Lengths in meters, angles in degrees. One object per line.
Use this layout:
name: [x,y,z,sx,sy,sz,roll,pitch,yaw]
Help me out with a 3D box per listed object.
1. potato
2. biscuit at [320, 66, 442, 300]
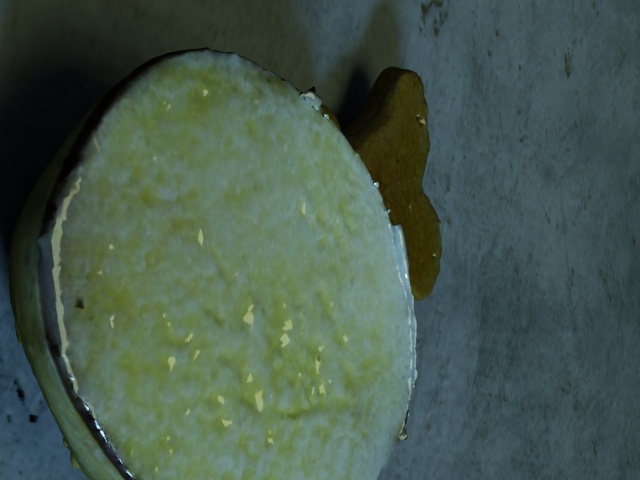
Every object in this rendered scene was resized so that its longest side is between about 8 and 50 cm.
potato: [-0.068,0.030,1.000,0.299,0.116,0.239,48,62,-42]
biscuit: [0.000,0.000,1.221,0.301,0.049,0.196,-41,129,-55]
